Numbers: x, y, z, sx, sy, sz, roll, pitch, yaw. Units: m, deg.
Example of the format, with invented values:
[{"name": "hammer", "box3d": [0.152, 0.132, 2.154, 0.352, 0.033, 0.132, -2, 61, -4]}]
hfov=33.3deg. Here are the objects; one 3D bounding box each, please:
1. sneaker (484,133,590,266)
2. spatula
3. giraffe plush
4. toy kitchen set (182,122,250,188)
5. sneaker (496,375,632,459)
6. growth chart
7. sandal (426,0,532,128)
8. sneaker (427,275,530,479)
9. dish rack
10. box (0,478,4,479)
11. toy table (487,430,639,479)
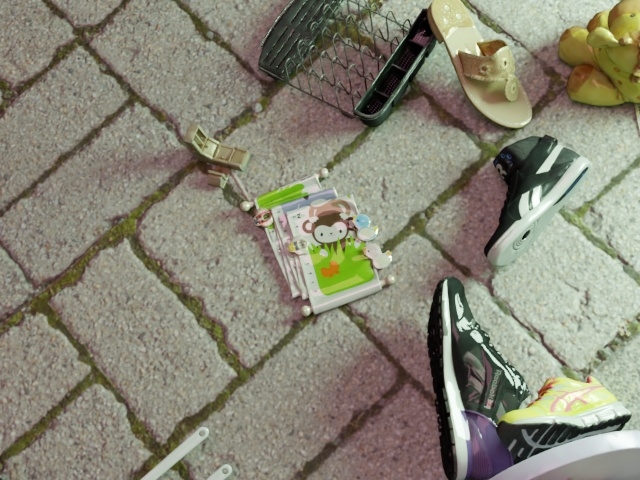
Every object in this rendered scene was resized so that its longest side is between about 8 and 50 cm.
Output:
[{"name": "sneaker", "box3d": [0.284, -0.066, 1.569, 0.121, 0.079, 0.217, 38, 72, 26]}, {"name": "spatula", "box3d": [-0.213, 0.383, 1.484, 0.242, 0.019, 0.168, -40, 85, -11]}, {"name": "giraffe plush", "box3d": [0.450, -0.279, 1.563, 0.181, 0.170, 0.210, -25, 66, 1]}, {"name": "toy kitchen set", "box3d": [-0.169, -0.131, 1.685, 0.083, 0.075, 0.068, 15, 73, 22]}, {"name": "sneaker", "box3d": [0.307, 0.226, 1.413, 0.208, 0.081, 0.094, -1, 47, -33]}, {"name": "growth chart", "box3d": [0.000, 0.000, 1.628, 0.172, 0.021, 0.237, -28, 66, -1]}, {"name": "sandal", "box3d": [0.247, -0.279, 1.613, 0.088, 0.079, 0.240, -32, 84, -17]}, {"name": "sneaker", "box3d": [0.221, 0.188, 1.477, 0.124, 0.107, 0.283, -3, 71, -5]}, {"name": "dish rack", "box3d": [0.036, -0.312, 1.717, 0.271, 0.074, 0.208, 30, 76, 21]}, {"name": "box", "box3d": [-0.558, 0.445, 1.479, 0.296, 0.183, 0.294, 26, 74, 20]}, {"name": "toy table", "box3d": [0.318, 0.363, 1.312, 0.274, 0.252, 0.161, -31, 48, 10]}]
